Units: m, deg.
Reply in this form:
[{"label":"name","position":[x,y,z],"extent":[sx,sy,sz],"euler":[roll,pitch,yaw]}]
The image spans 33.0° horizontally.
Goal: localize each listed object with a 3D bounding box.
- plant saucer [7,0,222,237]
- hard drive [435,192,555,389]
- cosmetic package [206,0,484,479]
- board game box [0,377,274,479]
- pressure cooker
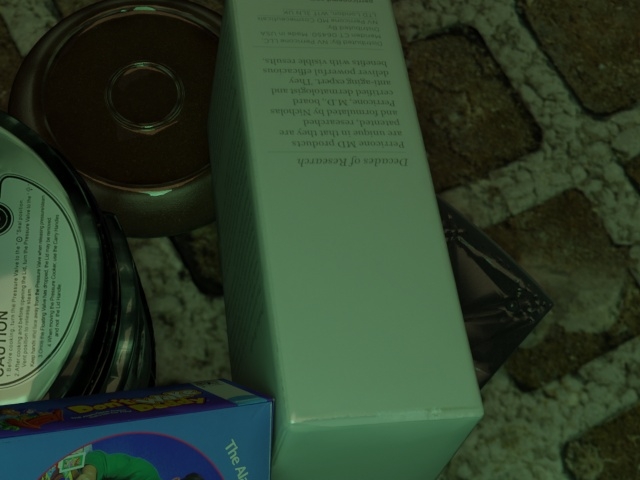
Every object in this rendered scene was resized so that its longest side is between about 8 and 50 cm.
[{"label":"plant saucer","position":[-0.196,-0.154,1.213],"extent":[0.311,0.050,0.310],"euler":[2,69,-4]},{"label":"hard drive","position":[0.103,0.043,1.162],"extent":[0.255,0.054,0.172],"euler":[41,71,11]},{"label":"cosmetic package","position":[0.000,0.000,0.989],"extent":[0.162,0.230,0.453],"euler":[-1,58,-12]},{"label":"board game box","position":[-0.155,0.286,0.768],"extent":[0.233,0.078,0.347],"euler":[-2,97,-35]},{"label":"pressure cooker","position":[-0.343,0.082,0.905],"extent":[0.370,0.420,0.375],"euler":[44,70,12]}]
